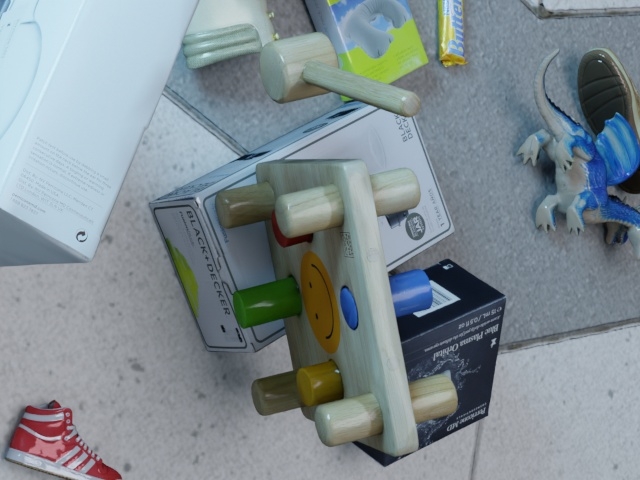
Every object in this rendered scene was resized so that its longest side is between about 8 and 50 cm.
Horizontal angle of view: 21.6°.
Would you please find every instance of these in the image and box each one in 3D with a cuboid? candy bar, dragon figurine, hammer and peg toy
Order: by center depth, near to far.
[{"bbox_3d":[0.000,0.000,1.486,0.127,0.266,0.361,-13,97,-19],"label":"hammer and peg toy"},{"bbox_3d":[0.147,-0.272,1.870,0.040,0.018,0.162,2,86,-37],"label":"candy bar"},{"bbox_3d":[0.309,-0.097,1.940,0.144,0.085,0.289,-29,109,-36],"label":"dragon figurine"}]

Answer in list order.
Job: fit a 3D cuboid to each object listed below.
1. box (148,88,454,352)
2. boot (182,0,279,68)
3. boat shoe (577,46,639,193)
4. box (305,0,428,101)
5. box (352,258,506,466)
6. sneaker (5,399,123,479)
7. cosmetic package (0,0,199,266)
[{"bbox_3d":[-0.014,-0.023,1.694,0.290,0.087,0.169,-31,106,-34],"label":"box"},{"bbox_3d":[-0.067,-0.270,1.672,0.213,0.077,0.165,-24,102,-30],"label":"boot"},{"bbox_3d":[0.360,-0.152,2.004,0.072,0.068,0.190,-45,124,-43],"label":"boat shoe"},{"bbox_3d":[0.039,-0.250,1.772,0.109,0.042,0.178,-31,107,-34],"label":"box"},{"bbox_3d":[0.100,0.125,1.733,0.156,0.093,0.158,-21,130,-36],"label":"box"},{"bbox_3d":[-0.228,0.188,1.551,0.118,0.042,0.067,23,78,-32],"label":"sneaker"},{"bbox_3d":[-0.256,-0.123,1.334,0.097,0.377,0.284,34,68,-32],"label":"cosmetic package"}]
